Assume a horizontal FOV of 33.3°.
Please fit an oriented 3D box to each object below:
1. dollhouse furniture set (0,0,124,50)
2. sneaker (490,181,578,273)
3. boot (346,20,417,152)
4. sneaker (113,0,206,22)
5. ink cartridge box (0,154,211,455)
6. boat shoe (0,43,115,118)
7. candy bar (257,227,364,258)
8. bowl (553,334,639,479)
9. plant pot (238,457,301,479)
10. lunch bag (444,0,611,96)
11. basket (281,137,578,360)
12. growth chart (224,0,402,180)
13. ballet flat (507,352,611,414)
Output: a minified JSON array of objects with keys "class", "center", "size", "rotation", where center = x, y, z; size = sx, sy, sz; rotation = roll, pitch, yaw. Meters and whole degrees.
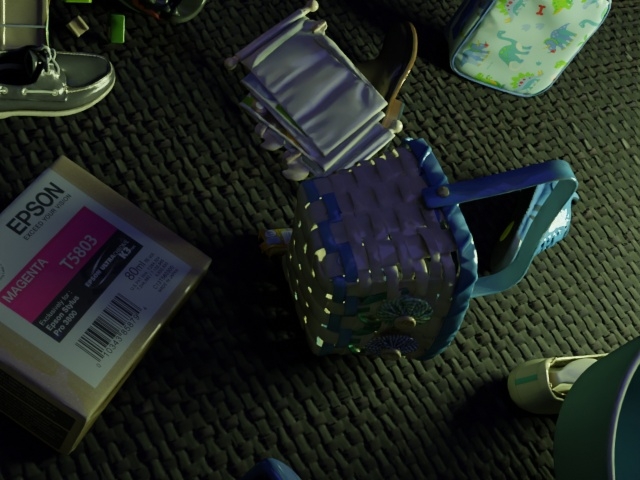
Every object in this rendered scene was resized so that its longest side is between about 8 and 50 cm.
[{"class":"dollhouse furniture set","center":[-0.310,-0.258,1.263],"size":[0.151,0.076,0.058],"rotation":[-1,12,-17]},{"class":"sneaker","center":[0.287,-0.016,1.391],"size":[0.082,0.069,0.209],"rotation":[38,47,-3]},{"class":"boot","center":[0.061,-0.224,1.414],"size":[0.106,0.082,0.219],"rotation":[21,55,-12]},{"class":"sneaker","center":[-0.264,-0.363,1.309],"size":[0.276,0.135,0.098],"rotation":[36,85,-16]},{"class":"ink cartridge box","center":[-0.248,0.056,1.036],"size":[0.193,0.088,0.235],"rotation":[35,48,-2]},{"class":"boat shoe","center":[-0.316,-0.183,1.194],"size":[0.206,0.065,0.075],"rotation":[-17,65,-36]},{"class":"candy bar","center":[0.000,0.000,1.258],"size":[0.161,0.018,0.040],"rotation":[-3,54,-29]},{"class":"bowl","center":[0.373,0.232,1.146],"size":[0.311,0.163,0.312],"rotation":[4,81,-27]},{"class":"plant pot","center":[-0.083,0.324,0.834],"size":[0.212,0.236,0.236],"rotation":[-19,66,-45]},{"class":"lunch bag","center":[0.286,-0.313,1.511],"size":[0.176,0.219,0.090],"rotation":[13,50,-19]},{"class":"basket","center":[0.114,0.015,1.159],"size":[0.289,0.255,0.201],"rotation":[-15,62,-15]},{"class":"growth chart","center":[-0.015,-0.177,1.338],"size":[0.172,0.021,0.237],"rotation":[-32,74,-10]},{"class":"ballet flat","center":[0.339,0.167,1.271],"size":[0.248,0.086,0.086],"rotation":[0,56,-28]}]
